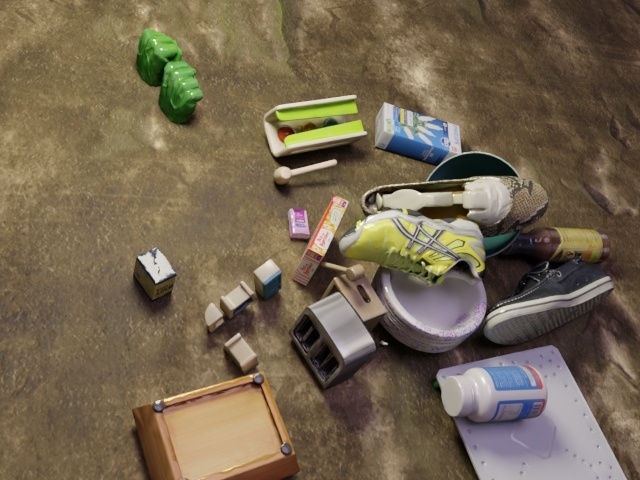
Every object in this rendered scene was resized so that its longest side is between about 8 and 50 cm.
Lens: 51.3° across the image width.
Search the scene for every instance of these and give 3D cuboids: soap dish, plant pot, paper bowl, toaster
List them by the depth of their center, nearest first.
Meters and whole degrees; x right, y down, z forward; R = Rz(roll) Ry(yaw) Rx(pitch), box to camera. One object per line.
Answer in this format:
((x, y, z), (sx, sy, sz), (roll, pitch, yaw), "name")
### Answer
((-0.204, 0.395, 1.337), (0.290, 0.118, 0.229), (-11, 62, -27), "soap dish")
((0.031, 0.225, 1.510), (0.110, 0.186, 0.168), (-21, 67, -37), "toaster")
((0.260, 0.148, 1.678), (0.284, 0.148, 0.284), (10, 54, -15), "paper bowl")
((0.446, -0.091, 1.872), (0.290, 0.290, 0.195), (52, 18, 17), "plant pot")

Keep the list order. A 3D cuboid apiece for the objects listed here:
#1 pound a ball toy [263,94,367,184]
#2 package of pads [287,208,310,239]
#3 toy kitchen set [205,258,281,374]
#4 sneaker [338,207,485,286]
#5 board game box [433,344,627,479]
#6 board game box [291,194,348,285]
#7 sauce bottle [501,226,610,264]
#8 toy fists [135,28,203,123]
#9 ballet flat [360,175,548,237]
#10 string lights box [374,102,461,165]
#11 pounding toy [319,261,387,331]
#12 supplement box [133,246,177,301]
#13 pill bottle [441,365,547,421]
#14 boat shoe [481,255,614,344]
((-0.027, -0.281, 1.899), (0.319, 0.135, 0.208), (-16, 89, -30), "pound a ball toy")
((-0.058, -0.042, 1.759), (0.050, 0.032, 0.083), (6, 55, -21), "package of pads")
((-0.144, 0.182, 1.537), (0.207, 0.122, 0.166), (-37, 75, -16), "toy kitchen set")
((0.232, 0.024, 1.572), (0.384, 0.145, 0.147), (1, 55, -19), "sneaker")
((0.504, 0.468, 1.614), (0.389, 0.050, 0.390), (-6, 59, -25), "board game box")
((0.000, 0.000, 1.679), (0.045, 0.147, 0.193), (27, 50, -2), "board game box")
((0.689, 0.015, 1.972), (0.344, 0.111, 0.111), (2, 56, -19), "sauce bottle")
((-0.418, -0.464, 1.841), (0.096, 0.142, 0.279), (-20, 67, -32), "toy fists")
((0.327, -0.091, 1.717), (0.482, 0.182, 0.164), (-1, 82, 24), "ballet flat")
((0.302, -0.324, 2.074), (0.259, 0.077, 0.133), (14, 51, -12), "string lights box")
((0.078, 0.117, 1.589), (0.094, 0.206, 0.181), (-17, 64, -31), "pounding toy")
((-0.377, 0.077, 1.513), (0.056, 0.083, 0.083), (-28, 70, -34), "supplement box")
((0.399, 0.354, 1.541), (0.221, 0.124, 0.124), (3, 56, -20), "pill bottle")
((0.594, 0.151, 1.797), (0.500, 0.187, 0.156), (-14, 58, -35), "boat shoe")
